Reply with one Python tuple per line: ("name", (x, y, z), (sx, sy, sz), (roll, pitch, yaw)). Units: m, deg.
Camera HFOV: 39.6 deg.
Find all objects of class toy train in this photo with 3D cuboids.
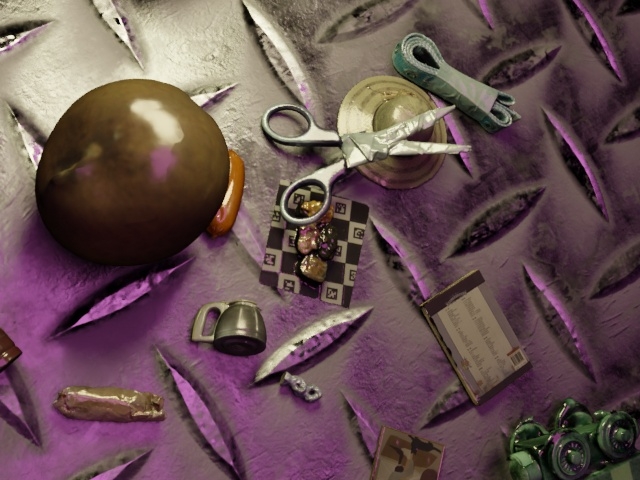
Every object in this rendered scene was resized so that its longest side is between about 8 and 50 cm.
("toy train", (0.500, 0.445, 1.724), (0.299, 0.167, 0.238), (-15, 93, -22))

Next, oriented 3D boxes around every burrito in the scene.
("burrito", (-0.350, 0.273, 1.486), (0.188, 0.045, 0.058), (7, 68, -18))

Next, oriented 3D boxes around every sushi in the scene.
("sushi", (0.000, 0.000, 1.685), (0.192, 0.050, 0.215), (16, 72, -17))

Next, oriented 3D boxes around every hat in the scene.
("hat", (0.165, -0.232, 1.774), (0.252, 0.110, 0.252), (5, 76, -21))

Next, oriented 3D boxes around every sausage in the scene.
("sausage", (-0.172, -0.086, 1.637), (0.062, 0.054, 0.183), (33, 62, -42))

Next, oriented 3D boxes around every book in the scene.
("book", (0.311, 0.193, 1.777), (0.157, 0.026, 0.231), (-29, 89, -27))

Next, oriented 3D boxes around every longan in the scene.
("longan", (-0.307, -0.108, 1.460), (0.319, 0.319, 0.319), (5, 76, -20))

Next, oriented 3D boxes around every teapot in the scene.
("teapot", (-0.154, 0.146, 1.571), (0.124, 0.092, 0.091), (18, 55, -23))

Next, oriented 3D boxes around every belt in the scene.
("belt", (0.287, -0.329, 1.864), (0.302, 0.072, 0.087), (31, 71, -12))

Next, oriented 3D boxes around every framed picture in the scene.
("framed picture", (0.153, 0.461, 1.656), (0.136, 0.010, 0.201), (21, 70, -16))

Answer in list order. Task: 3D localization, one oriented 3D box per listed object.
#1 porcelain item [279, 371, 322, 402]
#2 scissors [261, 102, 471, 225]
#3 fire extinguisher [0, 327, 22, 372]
("porcelain item", (-0.034, 0.268, 1.619), (0.083, 0.028, 0.036), (29, 66, -14))
("scissors", (0.091, -0.173, 1.689), (0.383, 0.029, 0.256), (-10, 71, -2))
("fire extinguisher", (-0.584, 0.110, 1.400), (0.075, 0.106, 0.252), (-40, 94, -5))
